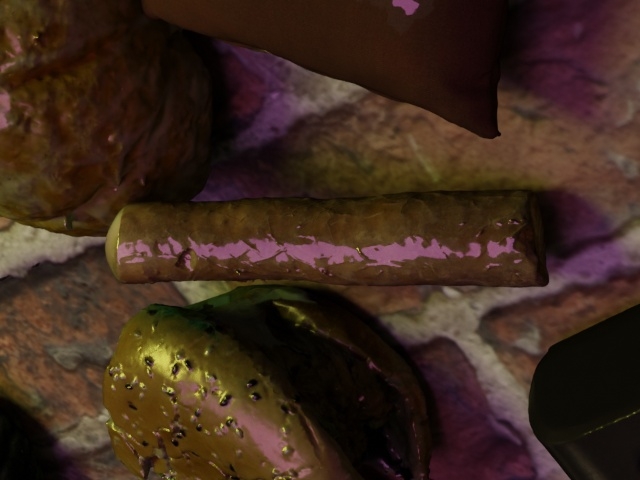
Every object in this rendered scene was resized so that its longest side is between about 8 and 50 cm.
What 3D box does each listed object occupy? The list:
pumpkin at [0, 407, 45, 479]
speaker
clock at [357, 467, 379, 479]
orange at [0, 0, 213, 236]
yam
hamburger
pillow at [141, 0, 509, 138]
[{"bbox_3d":[-0.415,0.275,1.887,0.250,0.216,0.250,1,139,0],"label":"pumpkin"},{"bbox_3d":[0.296,0.126,1.232,0.180,0.184,0.388,51,138,-5],"label":"speaker"},{"bbox_3d":[-0.016,0.325,1.702,0.318,0.080,0.318,21,131,26],"label":"clock"},{"bbox_3d":[-0.254,-0.149,1.445,0.271,0.210,0.369,0,123,40],"label":"orange"},{"bbox_3d":[0.000,0.000,1.380,0.356,0.081,0.081,-1,122,14],"label":"yam"},{"bbox_3d":[-0.052,0.133,1.519,0.288,0.167,0.192,16,131,29],"label":"hamburger"},{"bbox_3d":[0.010,-0.247,1.236,0.308,0.108,0.305,22,127,20],"label":"pillow"}]
